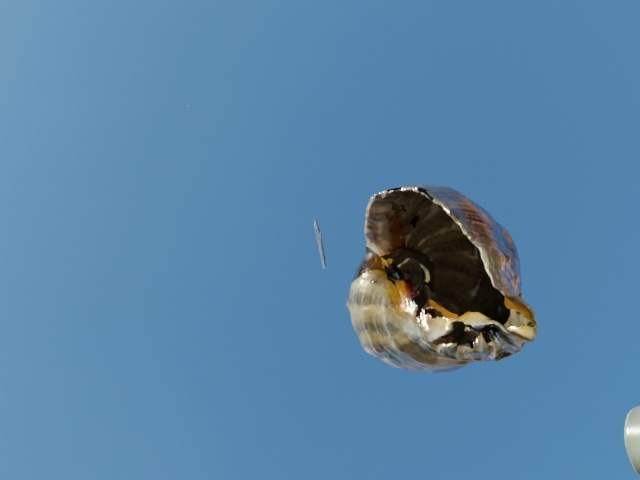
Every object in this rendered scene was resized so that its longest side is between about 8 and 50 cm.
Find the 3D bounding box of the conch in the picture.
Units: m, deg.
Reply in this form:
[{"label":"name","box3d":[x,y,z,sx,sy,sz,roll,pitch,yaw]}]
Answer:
[{"label":"conch","box3d":[0.142,0.045,0.796,0.159,0.291,0.209,-3,-86,-33]}]

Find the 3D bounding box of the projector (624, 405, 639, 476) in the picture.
[{"label":"projector","box3d":[0.560,0.250,0.917,0.108,0.338,0.108,13,-111,-37]}]

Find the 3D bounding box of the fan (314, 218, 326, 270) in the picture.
[{"label":"fan","box3d":[-0.002,-0.005,0.840,0.003,0.060,0.080,-12,-41,-5]}]
